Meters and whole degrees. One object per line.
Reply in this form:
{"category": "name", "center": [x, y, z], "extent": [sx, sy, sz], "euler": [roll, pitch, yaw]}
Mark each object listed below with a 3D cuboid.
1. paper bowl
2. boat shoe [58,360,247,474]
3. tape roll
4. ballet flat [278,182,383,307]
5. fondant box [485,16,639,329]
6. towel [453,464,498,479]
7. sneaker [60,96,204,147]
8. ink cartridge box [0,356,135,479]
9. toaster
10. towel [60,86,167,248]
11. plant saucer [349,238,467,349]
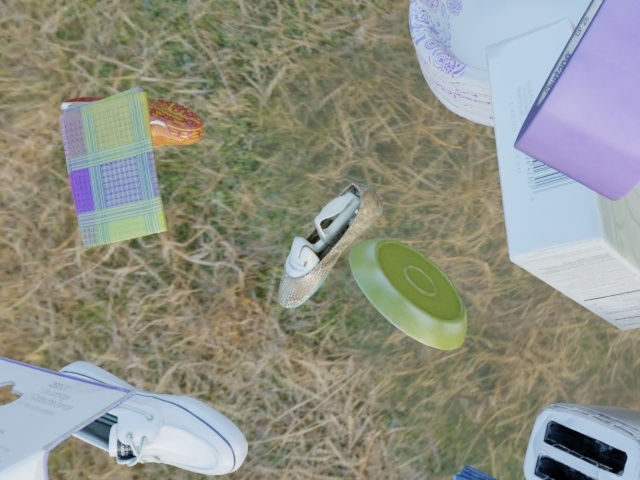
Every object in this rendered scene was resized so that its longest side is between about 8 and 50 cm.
{"category": "paper bowl", "center": [0.265, -0.268, 1.143], "extent": [0.284, 0.148, 0.284], "euler": [-9, 58, 14]}
{"category": "boat shoe", "center": [-0.187, 0.196, 0.900], "extent": [0.226, 0.076, 0.083], "euler": [15, 120, 20]}
{"category": "tape roll", "center": [0.211, -0.127, 0.597], "extent": [0.080, 0.189, 0.189], "euler": [30, 104, 5]}
{"category": "ballet flat", "center": [0.000, 0.000, 1.219], "extent": [0.206, 0.067, 0.073], "euler": [-51, 44, -4]}
{"category": "fondant box", "center": [0.300, -0.055, 0.962], "extent": [0.096, 0.330, 0.238], "euler": [-15, 65, 31]}
{"category": "towel", "center": [0.195, 0.349, 1.120], "extent": [0.067, 0.029, 0.119], "euler": [18, 114, 33]}
{"category": "sneaker", "center": [-0.187, -0.108, 0.894], "extent": [0.175, 0.064, 0.067], "euler": [9, 110, 31]}
{"category": "ink cartridge box", "center": [-0.216, 0.121, 0.414], "extent": [0.206, 0.208, 0.045], "euler": [1, 113, 48]}
{"category": "toaster", "center": [0.337, 0.257, 1.008], "extent": [0.227, 0.146, 0.129], "euler": [19, 93, 54]}
{"category": "towel", "center": [-0.115, -0.041, 0.495], "extent": [0.060, 0.009, 0.083], "euler": [-11, 88, 25]}
{"category": "plant saucer", "center": [0.155, 0.076, 1.460], "extent": [0.241, 0.241, 0.037], "euler": [46, 116, 13]}
